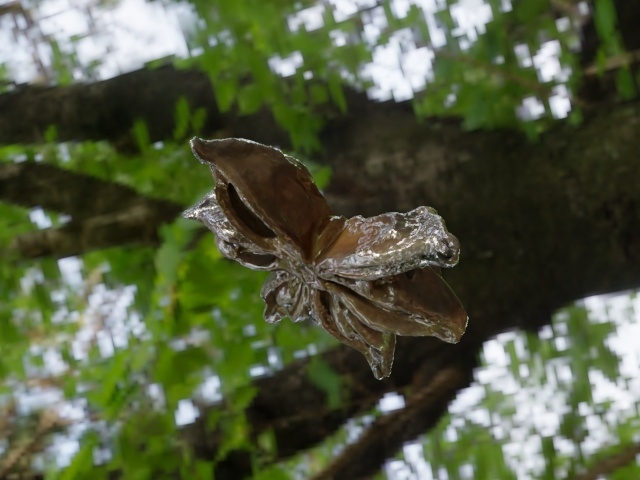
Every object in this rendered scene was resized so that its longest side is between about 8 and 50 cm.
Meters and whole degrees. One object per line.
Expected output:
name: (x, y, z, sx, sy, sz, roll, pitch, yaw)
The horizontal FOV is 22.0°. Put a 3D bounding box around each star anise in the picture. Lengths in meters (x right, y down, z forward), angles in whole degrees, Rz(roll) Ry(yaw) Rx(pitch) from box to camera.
star anise: (0.003, 0.011, 1.051, 0.063, 0.208, 0.172, -55, -22, -31)
